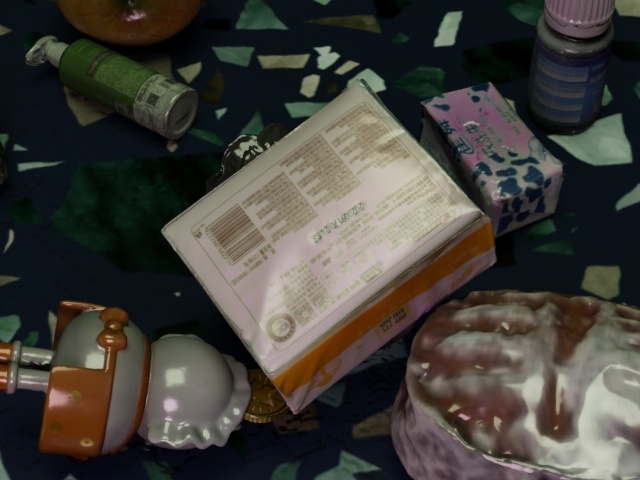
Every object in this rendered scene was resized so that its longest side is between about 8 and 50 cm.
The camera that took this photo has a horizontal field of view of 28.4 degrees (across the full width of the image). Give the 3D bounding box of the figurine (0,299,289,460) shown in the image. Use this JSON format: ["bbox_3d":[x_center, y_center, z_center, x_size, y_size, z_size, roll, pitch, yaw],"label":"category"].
[{"bbox_3d":[-0.161,0.121,1.106,0.271,0.143,0.143,-5,50,-2],"label":"figurine"}]

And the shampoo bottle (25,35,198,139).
[{"bbox_3d":[-0.234,-0.177,1.405,0.204,0.065,0.065,27,56,22],"label":"shampoo bottle"}]

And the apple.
[{"bbox_3d":[-0.220,-0.309,1.445,0.182,0.182,0.155,-7,36,-4],"label":"apple"}]

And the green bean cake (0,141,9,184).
[{"bbox_3d":[-0.429,-0.114,1.339,0.173,0.094,0.181,-18,53,-12],"label":"green bean cake"}]

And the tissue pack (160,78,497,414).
[{"bbox_3d":[0.009,0.006,1.105,0.225,0.124,0.185,-37,66,-4],"label":"tissue pack"}]

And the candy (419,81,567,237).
[{"bbox_3d":[0.176,-0.086,1.308,0.092,0.073,0.160,-20,52,-16],"label":"candy"}]

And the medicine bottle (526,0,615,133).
[{"bbox_3d":[0.263,-0.208,1.322,0.083,0.203,0.083,-2,50,3],"label":"medicine bottle"}]

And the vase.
[{"bbox_3d":[0.000,0.000,1.229,0.115,0.115,0.237,-31,59,-21],"label":"vase"}]

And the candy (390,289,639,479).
[{"bbox_3d":[0.205,0.142,1.065,0.289,0.157,0.214,9,42,7],"label":"candy"}]
